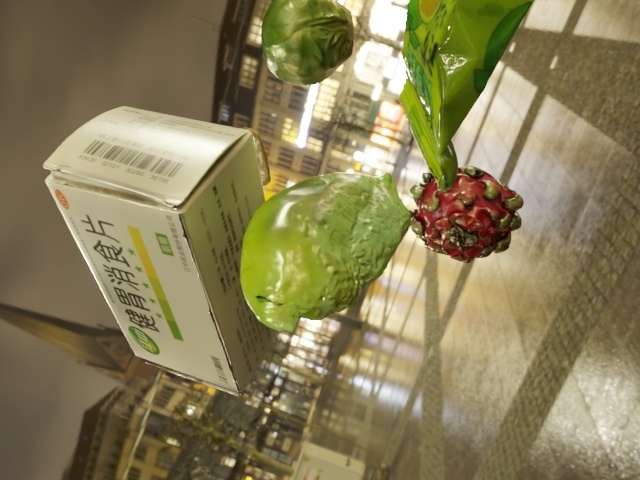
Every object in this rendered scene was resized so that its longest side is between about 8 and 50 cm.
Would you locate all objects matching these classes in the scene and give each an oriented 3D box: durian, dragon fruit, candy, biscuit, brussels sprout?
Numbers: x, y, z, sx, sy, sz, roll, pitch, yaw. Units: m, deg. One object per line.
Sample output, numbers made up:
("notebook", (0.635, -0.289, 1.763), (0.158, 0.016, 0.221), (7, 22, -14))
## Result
("durian", (0.000, 0.000, 0.649), (0.250, 0.139, 0.101), (-31, -51, -43))
("dragon fruit", (0.286, -0.044, 1.247), (0.218, 0.272, 0.198), (-33, 56, 35))
("candy", (0.111, -0.175, 0.513), (0.149, 0.069, 0.246), (-97, 23, -47))
("biscuit", (-0.150, -0.186, 1.464), (0.018, 0.071, 0.147), (-46, -48, -46))
("brussels sprout", (-0.019, -0.311, 1.007), (0.117, 0.155, 0.155), (-119, 43, -58))

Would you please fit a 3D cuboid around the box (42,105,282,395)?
("box", (-0.162, 0.017, 0.766), (0.333, 0.173, 0.145), (82, -151, -44))
